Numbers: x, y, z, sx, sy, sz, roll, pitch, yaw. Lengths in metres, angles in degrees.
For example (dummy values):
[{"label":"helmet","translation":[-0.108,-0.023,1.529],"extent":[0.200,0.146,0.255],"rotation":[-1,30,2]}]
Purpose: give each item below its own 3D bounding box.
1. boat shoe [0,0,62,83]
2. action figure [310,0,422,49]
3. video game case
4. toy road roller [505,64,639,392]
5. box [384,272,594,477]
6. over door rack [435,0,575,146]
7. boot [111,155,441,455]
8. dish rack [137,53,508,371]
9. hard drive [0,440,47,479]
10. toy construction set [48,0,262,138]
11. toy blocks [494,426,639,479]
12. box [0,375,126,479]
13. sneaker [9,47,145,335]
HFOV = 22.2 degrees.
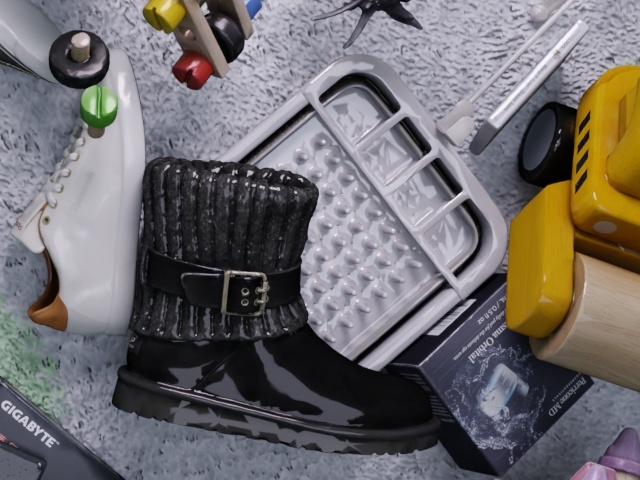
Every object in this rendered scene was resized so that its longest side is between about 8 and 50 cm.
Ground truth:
[{"label":"boat shoe","translation":[-0.340,-0.218,1.601],"extent":[0.219,0.078,0.070],"rotation":[37,120,-19]},{"label":"action figure","translation":[0.097,-0.310,1.548],"extent":[0.164,0.141,0.276],"rotation":[35,77,-28]},{"label":"video game case","translation":[0.216,-0.157,1.708],"extent":[0.019,0.157,0.143],"rotation":[42,84,4]},{"label":"toy road roller","translation":[0.333,-0.034,1.667],"extent":[0.202,0.240,0.330],"rotation":[18,58,-16]},{"label":"box","translation":[0.180,0.141,1.746],"extent":[0.156,0.093,0.158],"rotation":[-42,105,-19]},{"label":"over door rack","translation":[0.149,-0.292,1.695],"extent":[0.239,0.108,0.324],"rotation":[46,75,-13]},{"label":"boot","translation":[-0.024,0.066,1.606],"extent":[0.348,0.131,0.260],"rotation":[12,93,-15]},{"label":"dish rack","translation":[0.000,0.000,1.708],"extent":[0.333,0.072,0.285],"rotation":[-41,105,-8]},{"label":"hard drive","translation":[-0.350,0.234,1.607],"extent":[0.135,0.022,0.094],"rotation":[26,87,-14]},{"label":"toy construction set","translation":[-0.136,-0.300,1.529],"extent":[0.308,0.237,0.257],"rotation":[-26,71,-20]},{"label":"toy blocks","translation":[0.276,0.314,1.724],"extent":[0.288,0.309,0.260],"rotation":[21,76,-30]},{"label":"box","translation":[-0.303,0.272,1.662],"extent":[0.220,0.051,0.175],"rotation":[43,84,-14]},{"label":"sneaker","translation":[-0.242,-0.048,1.619],"extent":[0.123,0.106,0.290],"rotation":[2,96,-18]}]
